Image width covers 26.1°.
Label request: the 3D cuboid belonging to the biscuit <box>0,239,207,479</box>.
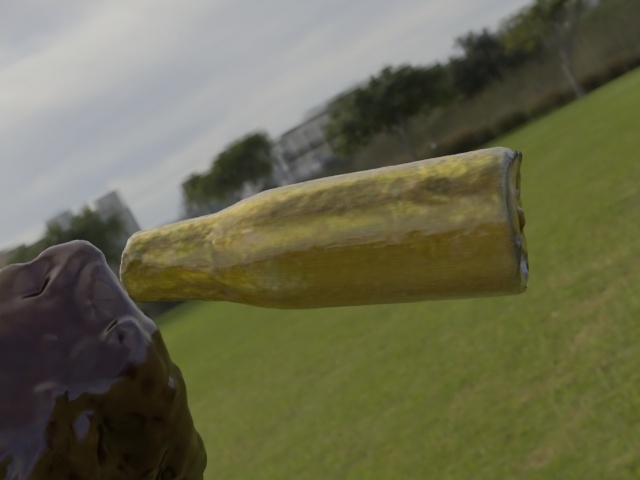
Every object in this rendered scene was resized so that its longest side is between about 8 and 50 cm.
[{"bbox_3d":[-0.246,0.224,0.899,0.395,0.166,0.342,-37,-29,-24],"label":"biscuit"}]

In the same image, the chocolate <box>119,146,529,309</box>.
[{"bbox_3d":[0.000,0.000,0.736,0.219,0.085,0.085,-6,7,11],"label":"chocolate"}]
